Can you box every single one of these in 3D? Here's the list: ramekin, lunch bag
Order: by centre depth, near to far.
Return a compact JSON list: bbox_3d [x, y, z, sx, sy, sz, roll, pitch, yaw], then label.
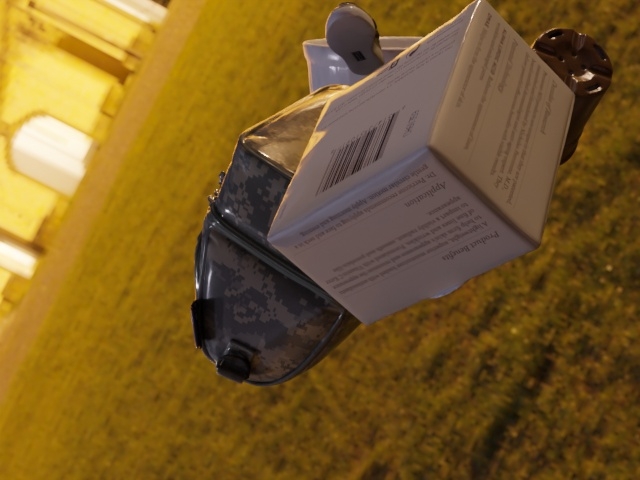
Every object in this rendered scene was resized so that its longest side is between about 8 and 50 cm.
[{"bbox_3d":[0.000,0.000,1.333,0.305,0.213,0.256,-42,-23,-57],"label":"lunch bag"},{"bbox_3d":[0.114,-0.216,1.728,0.277,0.277,0.135,-112,21,-77],"label":"ramekin"}]

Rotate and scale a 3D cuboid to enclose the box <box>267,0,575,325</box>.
[{"bbox_3d":[0.080,-0.058,0.940,0.181,0.119,0.182,-28,29,42],"label":"box"}]

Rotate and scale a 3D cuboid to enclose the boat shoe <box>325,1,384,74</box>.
[{"bbox_3d":[0.033,-0.205,1.196,0.142,0.049,0.040,50,-148,-72],"label":"boat shoe"}]

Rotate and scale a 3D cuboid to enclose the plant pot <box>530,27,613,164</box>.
[{"bbox_3d":[0.343,-0.218,1.809,0.165,0.167,0.167,120,172,-58],"label":"plant pot"}]
